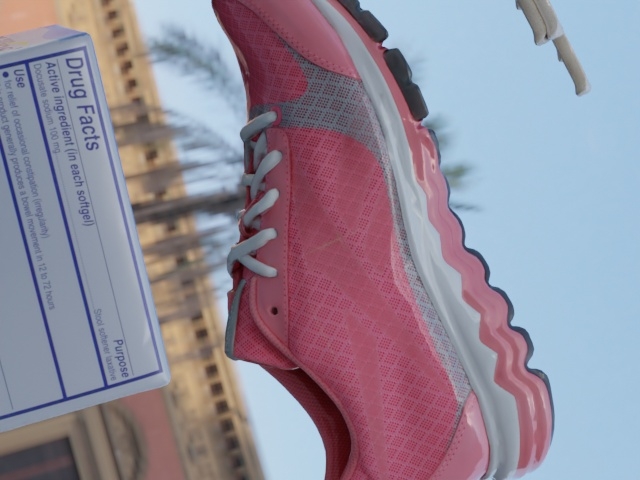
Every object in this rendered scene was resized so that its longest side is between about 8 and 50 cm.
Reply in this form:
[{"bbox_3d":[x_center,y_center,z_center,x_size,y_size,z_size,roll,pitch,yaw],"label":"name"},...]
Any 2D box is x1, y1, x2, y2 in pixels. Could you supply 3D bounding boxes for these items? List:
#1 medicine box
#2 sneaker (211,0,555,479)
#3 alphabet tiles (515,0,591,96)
[{"bbox_3d":[-0.283,0.004,1.136,0.149,0.289,0.263,-150,-133,-69],"label":"medicine box"},{"bbox_3d":[0.000,0.000,0.800,0.314,0.136,0.116,64,-14,1],"label":"sneaker"},{"bbox_3d":[0.090,-0.228,0.978,0.278,0.021,0.284,57,12,-27],"label":"alphabet tiles"}]
